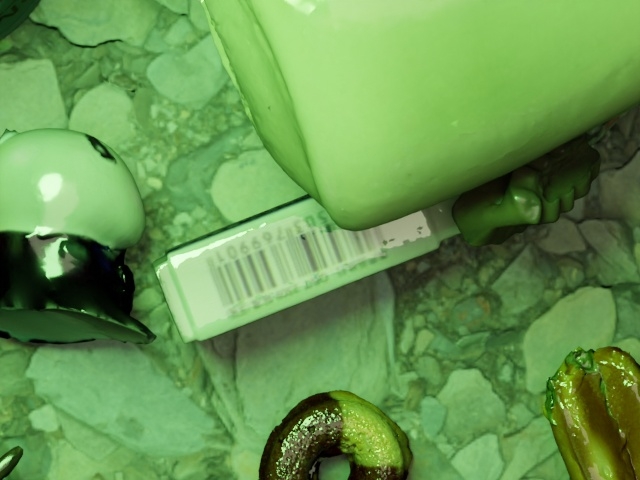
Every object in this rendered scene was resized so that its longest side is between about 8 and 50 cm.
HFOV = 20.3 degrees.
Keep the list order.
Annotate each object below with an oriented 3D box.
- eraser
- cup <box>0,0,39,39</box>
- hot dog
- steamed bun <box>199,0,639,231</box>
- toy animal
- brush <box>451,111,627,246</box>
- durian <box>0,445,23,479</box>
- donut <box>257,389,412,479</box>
[{"bbox_3d":[0.000,0.000,1.504,0.279,0.124,0.081,-22,94,-5],"label":"eraser"},{"bbox_3d":[-0.369,-0.267,1.368,0.331,0.311,0.256,-15,92,-5],"label":"cup"},{"bbox_3d":[0.280,0.216,1.562,0.115,0.072,0.269,-21,91,-4],"label":"hot dog"},{"bbox_3d":[0.065,-0.272,1.375,0.371,0.290,0.456,-26,67,-1],"label":"steamed bun"},{"bbox_3d":[-0.209,-0.003,1.477,0.166,0.138,0.179,0,83,10],"label":"toy animal"},{"bbox_3d":[0.219,-0.083,1.488,0.301,0.084,0.071,-40,106,-41],"label":"brush"},{"bbox_3d":[-0.304,0.248,1.463,0.196,0.167,0.196,4,78,-18],"label":"durian"},{"bbox_3d":[0.014,0.201,1.544,0.140,0.059,0.140,0,88,-4],"label":"donut"}]
